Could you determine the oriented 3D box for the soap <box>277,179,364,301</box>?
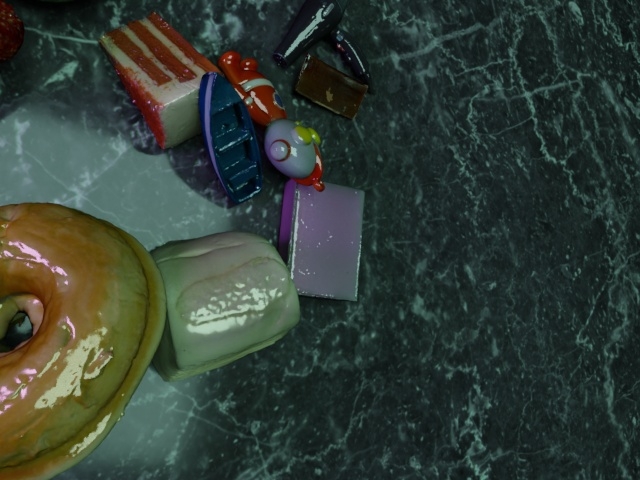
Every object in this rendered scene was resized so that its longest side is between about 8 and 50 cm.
[{"bbox_3d":[-0.001,0.000,1.192,0.181,0.081,0.259,8,80,-26],"label":"soap"}]

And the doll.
[{"bbox_3d":[-0.088,-0.242,1.110,0.336,0.105,0.200,57,20,6],"label":"doll"}]

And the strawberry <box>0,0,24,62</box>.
[{"bbox_3d":[-0.625,-0.334,0.828,0.288,0.238,0.250,-10,69,-37],"label":"strawberry"}]

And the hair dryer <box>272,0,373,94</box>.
[{"bbox_3d":[0.040,-0.435,1.262,0.271,0.091,0.235,42,78,-21],"label":"hair dryer"}]

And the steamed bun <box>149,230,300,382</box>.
[{"bbox_3d":[-0.200,0.095,1.014,0.290,0.273,0.272,-22,79,-30],"label":"steamed bun"}]

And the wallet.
[{"bbox_3d":[0.024,-0.356,1.249,0.176,0.026,0.095,16,100,-32],"label":"wallet"}]

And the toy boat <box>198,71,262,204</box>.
[{"bbox_3d":[-0.179,-0.199,1.037,0.096,0.062,0.299,-32,143,-20],"label":"toy boat"}]

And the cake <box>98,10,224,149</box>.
[{"bbox_3d":[-0.303,-0.330,1.031,0.158,0.159,0.262,-36,99,-22],"label":"cake"}]

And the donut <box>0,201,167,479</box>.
[{"bbox_3d":[-0.459,0.143,0.822,0.449,0.198,0.449,1,65,-2],"label":"donut"}]
